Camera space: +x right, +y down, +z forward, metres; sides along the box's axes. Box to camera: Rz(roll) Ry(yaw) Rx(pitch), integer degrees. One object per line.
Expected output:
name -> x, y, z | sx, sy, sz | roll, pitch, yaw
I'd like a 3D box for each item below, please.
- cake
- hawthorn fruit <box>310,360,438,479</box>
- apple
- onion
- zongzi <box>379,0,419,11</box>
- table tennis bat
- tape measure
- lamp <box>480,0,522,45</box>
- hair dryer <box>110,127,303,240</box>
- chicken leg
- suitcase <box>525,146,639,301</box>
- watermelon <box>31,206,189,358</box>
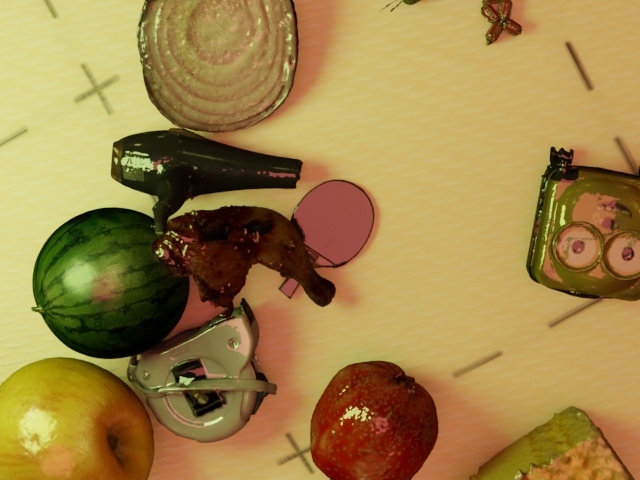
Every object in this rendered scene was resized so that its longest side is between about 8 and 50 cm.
cake -> 0.364, 0.437, 1.635 | 0.286, 0.222, 0.227 | -34, 88, 5
hawthorn fruit -> 0.070, 0.320, 1.656 | 0.205, 0.205, 0.253 | 35, 103, -2
apple -> -0.397, 0.324, 1.623 | 0.233, 0.286, 0.285 | -4, 96, 23
onion -> -0.163, -0.303, 1.642 | 0.250, 0.111, 0.247 | -10, 118, -8
zongzi -> 0.138, -0.444, 1.628 | 0.154, 0.062, 0.130 | -29, 112, 11
table tennis bat -> 0.000, 0.000, 1.706 | 0.130, 0.019, 0.220 | 34, 94, -2
tape measure -> -0.188, 0.231, 1.688 | 0.236, 0.120, 0.197 | -25, 97, 8
lamp -> 0.285, -0.362, 1.656 | 0.063, 0.031, 0.083 | -17, 92, 2
hair dryer -> -0.182, -0.068, 1.541 | 0.304, 0.359, 0.120 | 8, 113, -4
chicken leg -> -0.111, 0.029, 1.606 | 0.323, 0.083, 0.177 | -4, 84, -37
suitcase -> 0.438, -0.020, 1.630 | 0.194, 0.143, 0.234 | 9, 97, 0
watermelon -> -0.328, 0.067, 1.614 | 0.243, 0.242, 0.242 | 0, 96, 1
